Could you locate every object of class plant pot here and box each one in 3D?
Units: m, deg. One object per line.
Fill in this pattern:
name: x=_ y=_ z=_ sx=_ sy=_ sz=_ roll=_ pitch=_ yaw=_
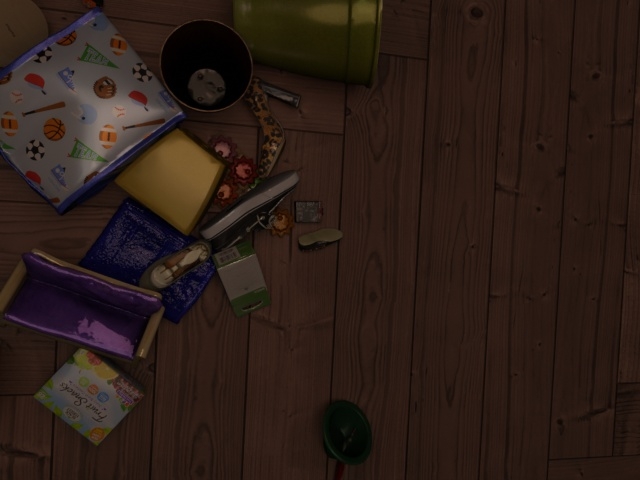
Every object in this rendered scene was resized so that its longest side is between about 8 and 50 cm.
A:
plant pot: x=-0.345 y=-0.165 z=1.336 sx=0.212 sy=0.212 sz=0.187 roll=38 pitch=97 yaw=-10
plant pot: x=-0.288 y=-0.415 z=1.354 sx=0.216 sy=0.230 sz=0.215 roll=-1 pitch=94 yaw=-12
plant pot: x=-0.040 y=-0.584 z=1.373 sx=0.353 sy=0.366 sz=0.366 roll=1 pitch=92 yaw=-2

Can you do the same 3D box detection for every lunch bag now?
lunch bag: x=-0.582 y=-0.296 z=1.290 sx=0.385 sy=0.239 sz=0.328 roll=-43 pitch=102 yaw=-16

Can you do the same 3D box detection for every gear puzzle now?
gear puzzle: x=-0.210 y=-0.129 z=1.477 sx=0.339 sy=0.044 sz=0.175 roll=44 pitch=82 yaw=-11

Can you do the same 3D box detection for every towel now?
towel: x=-0.443 y=0.056 z=1.412 sx=0.308 sy=0.076 sz=0.227 roll=34 pitch=83 yaw=-12

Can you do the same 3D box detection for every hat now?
hat: x=0.033 y=0.601 z=1.568 sx=0.173 sy=0.183 sz=0.208 roll=26 pitch=44 yaw=-19

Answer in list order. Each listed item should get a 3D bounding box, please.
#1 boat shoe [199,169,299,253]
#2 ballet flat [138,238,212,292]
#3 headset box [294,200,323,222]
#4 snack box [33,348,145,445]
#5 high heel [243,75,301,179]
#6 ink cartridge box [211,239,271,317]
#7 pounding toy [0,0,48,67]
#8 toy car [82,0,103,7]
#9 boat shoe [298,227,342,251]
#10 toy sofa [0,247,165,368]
boat shoe: x=-0.171 y=-0.070 z=1.419 sx=0.306 sy=0.113 sz=0.105 roll=-35 pitch=111 yaw=2
ballet flat: x=-0.372 y=0.066 z=1.360 sx=0.213 sy=0.068 sz=0.072 roll=-34 pitch=101 yaw=-8
headset box: x=-0.032 y=-0.082 z=1.527 sx=0.083 sy=0.032 sz=0.062 roll=-2 pitch=93 yaw=-14
snack box: x=-0.595 y=0.395 z=1.389 sx=0.207 sy=0.070 sz=0.174 roll=45 pitch=82 yaw=-10
high heel: x=-0.181 y=-0.312 z=1.468 sx=0.186 sy=0.093 sz=0.261 roll=20 pitch=89 yaw=-3
ink cartridge box: x=-0.212 y=0.108 z=1.453 sx=0.109 sy=0.062 sz=0.209 roll=-23 pitch=135 yaw=-12
pounding toy: x=-0.777 y=-0.551 z=1.292 sx=0.183 sy=0.110 sz=0.236 roll=-22 pitch=137 yaw=-40
toy car: x=-0.606 y=-0.655 z=1.383 sx=0.041 sy=0.060 sz=0.122 roll=-25 pitch=77 yaw=31
boat shoe: x=-0.001 y=-0.001 z=1.534 sx=0.133 sy=0.042 sz=0.049 roll=-14 pitch=53 yaw=-15
toy sofa: x=-0.581 y=0.173 z=1.307 sx=0.363 sy=0.177 sz=0.150 roll=23 pitch=54 yaw=-14
